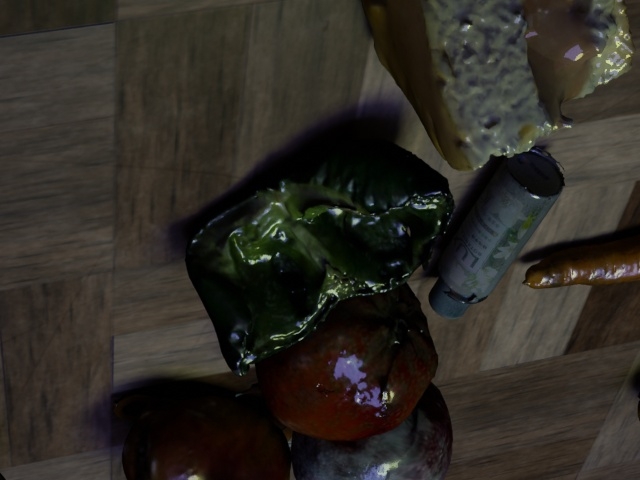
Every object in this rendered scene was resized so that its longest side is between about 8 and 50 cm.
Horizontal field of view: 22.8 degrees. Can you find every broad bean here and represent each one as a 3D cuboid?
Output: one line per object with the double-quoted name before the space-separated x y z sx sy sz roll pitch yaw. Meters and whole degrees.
"broad bean" -0.121 0.248 1.729 0.122 0.156 0.228 7 169 37

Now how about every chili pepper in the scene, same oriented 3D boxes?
"chili pepper" 0.005 -0.002 1.473 0.264 0.148 0.116 -33 175 17

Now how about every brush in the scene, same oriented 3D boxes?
"brush" -0.098 0.200 1.791 0.314 0.017 0.090 11 133 -37

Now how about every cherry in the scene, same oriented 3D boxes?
"cherry" 0.052 0.224 1.745 0.195 0.195 0.195 -14 146 -10

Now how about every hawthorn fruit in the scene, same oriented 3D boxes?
"hawthorn fruit" 0.003 0.118 1.609 0.235 0.181 0.181 -21 152 38

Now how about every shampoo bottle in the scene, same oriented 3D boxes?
"shampoo bottle" 0.170 0.000 1.602 0.072 0.072 0.214 0 141 -27

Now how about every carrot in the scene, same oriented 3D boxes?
"carrot" 0.333 0.021 1.728 0.248 0.059 0.059 -7 144 -12

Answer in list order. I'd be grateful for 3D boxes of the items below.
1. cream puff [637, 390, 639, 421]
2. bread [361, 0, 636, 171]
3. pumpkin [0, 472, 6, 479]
"cream puff" 0.455 0.212 2.005 0.104 0.119 0.133 -11 139 26
"bread" 0.134 -0.189 1.313 0.183 0.224 0.211 -22 -172 -8
"pumpkin" -0.426 0.290 1.617 0.238 0.159 0.238 -10 167 -3
